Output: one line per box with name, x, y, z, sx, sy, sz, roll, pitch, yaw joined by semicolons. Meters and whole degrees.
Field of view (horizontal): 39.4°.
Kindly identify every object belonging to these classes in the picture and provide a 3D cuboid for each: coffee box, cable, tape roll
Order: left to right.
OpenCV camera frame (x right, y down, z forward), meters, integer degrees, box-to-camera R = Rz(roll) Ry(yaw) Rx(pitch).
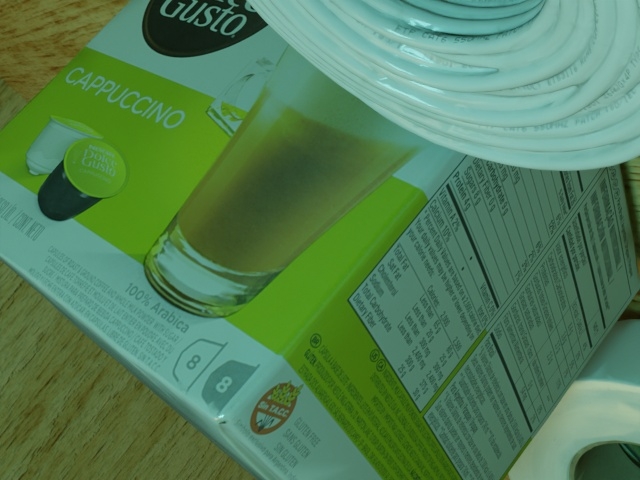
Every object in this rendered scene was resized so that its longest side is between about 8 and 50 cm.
coffee box;0.000;0.000;0.690;0.338;0.334;0.338;28;161;38
cable;0.054;-0.133;0.366;0.257;0.089;0.257;25;163;11
tape roll;0.320;0.216;0.832;0.286;0.100;0.286;23;133;27

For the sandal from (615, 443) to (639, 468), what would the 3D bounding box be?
sandal;0.339;0.250;0.995;0.302;0.086;0.120;55;-158;-12
